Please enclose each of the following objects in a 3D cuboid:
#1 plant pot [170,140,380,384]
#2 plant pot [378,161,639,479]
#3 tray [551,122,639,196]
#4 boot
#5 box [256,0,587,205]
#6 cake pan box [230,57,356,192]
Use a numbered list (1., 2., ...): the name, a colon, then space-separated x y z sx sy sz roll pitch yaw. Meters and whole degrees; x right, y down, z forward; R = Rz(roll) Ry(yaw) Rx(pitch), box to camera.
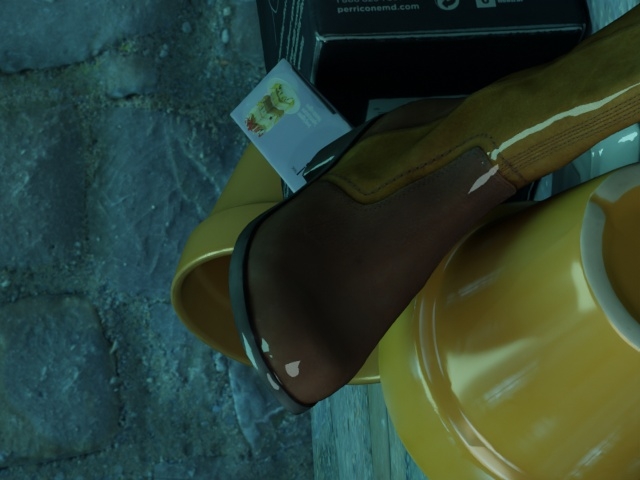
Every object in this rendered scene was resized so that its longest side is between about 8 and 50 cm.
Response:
1. plant pot: 0.000 0.000 1.988 0.291 0.290 0.204 100 -179 -60
2. plant pot: 0.163 0.050 1.078 0.188 0.205 0.205 131 137 -57
3. tray: 0.194 0.013 1.370 0.145 0.030 0.270 -110 18 -62
4. boot: 0.101 -0.030 1.020 0.096 0.280 0.264 59 -148 -12
5. box: 0.062 -0.239 1.568 0.293 0.212 0.396 99 165 -58
6. cake pan box: 0.070 0.015 1.336 0.246 0.070 0.267 43 -175 -40
